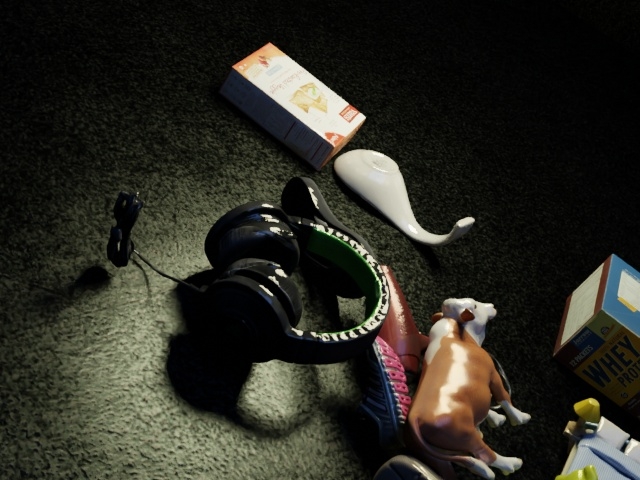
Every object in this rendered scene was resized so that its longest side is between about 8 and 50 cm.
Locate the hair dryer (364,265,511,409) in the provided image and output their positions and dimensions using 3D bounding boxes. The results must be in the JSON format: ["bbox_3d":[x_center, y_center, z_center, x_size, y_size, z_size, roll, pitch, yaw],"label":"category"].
[{"bbox_3d":[0.153,0.169,1.549,0.293,0.080,0.223,55,34,2],"label":"hair dryer"}]

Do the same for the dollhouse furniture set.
[{"bbox_3d":[0.479,0.348,1.450,0.303,0.198,0.286,34,29,14],"label":"dollhouse furniture set"}]

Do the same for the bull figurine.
[{"bbox_3d":[0.199,0.213,1.406,0.188,0.101,0.310,48,38,-9],"label":"bull figurine"}]

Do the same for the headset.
[{"bbox_3d":[-0.090,0.033,1.389,0.394,0.185,0.243,10,40,-11],"label":"headset"}]

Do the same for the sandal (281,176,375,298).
[{"bbox_3d":[-0.001,0.000,1.593,0.054,0.097,0.254,2,37,-42],"label":"sandal"}]

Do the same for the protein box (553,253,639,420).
[{"bbox_3d":[0.545,0.170,1.817,0.200,0.136,0.201,36,35,-1],"label":"protein box"}]

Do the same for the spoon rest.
[{"bbox_3d":[0.138,-0.074,1.821,0.276,0.084,0.137,37,31,24],"label":"spoon rest"}]

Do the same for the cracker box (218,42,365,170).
[{"bbox_3d":[-0.049,-0.245,1.851,0.232,0.067,0.155,38,35,2],"label":"cracker box"}]

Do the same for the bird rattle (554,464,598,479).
[{"bbox_3d":[0.348,0.424,1.308,0.143,0.207,0.253,-26,50,-10],"label":"bird rattle"}]

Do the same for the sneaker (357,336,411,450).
[{"bbox_3d":[0.081,0.214,1.413,0.063,0.075,0.170,28,40,-55],"label":"sneaker"}]

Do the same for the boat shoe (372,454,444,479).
[{"bbox_3d":[0.190,0.419,1.258,0.355,0.132,0.130,54,19,16],"label":"boat shoe"}]
